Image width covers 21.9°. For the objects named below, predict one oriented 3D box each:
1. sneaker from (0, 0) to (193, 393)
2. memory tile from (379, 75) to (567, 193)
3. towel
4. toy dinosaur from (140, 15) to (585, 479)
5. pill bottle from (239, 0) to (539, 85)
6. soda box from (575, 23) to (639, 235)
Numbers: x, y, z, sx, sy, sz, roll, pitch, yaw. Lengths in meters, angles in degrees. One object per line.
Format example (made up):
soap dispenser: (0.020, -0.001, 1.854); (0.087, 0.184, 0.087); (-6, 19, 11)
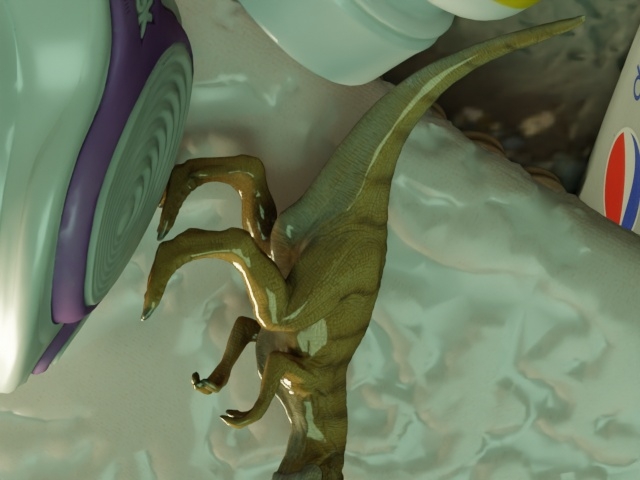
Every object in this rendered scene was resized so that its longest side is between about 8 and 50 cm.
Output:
sneaker: (-0.121, -0.083, 0.515); (0.152, 0.114, 0.305); (15, 131, 11)
memory tile: (0.024, -0.021, 0.721); (0.148, 0.012, 0.113); (28, 130, -32)
towel: (-0.010, 0.093, 0.660); (0.332, 0.053, 0.317); (30, 109, -3)
toy dinosaur: (0.000, 0.000, 0.581); (0.112, 0.064, 0.211); (14, 109, -9)
pill bottle: (0.065, -0.143, 0.505); (0.208, 0.119, 0.119); (-32, 132, 29)
soda box: (0.176, -0.053, 0.638); (0.098, 0.091, 0.286); (2, 138, -8)
